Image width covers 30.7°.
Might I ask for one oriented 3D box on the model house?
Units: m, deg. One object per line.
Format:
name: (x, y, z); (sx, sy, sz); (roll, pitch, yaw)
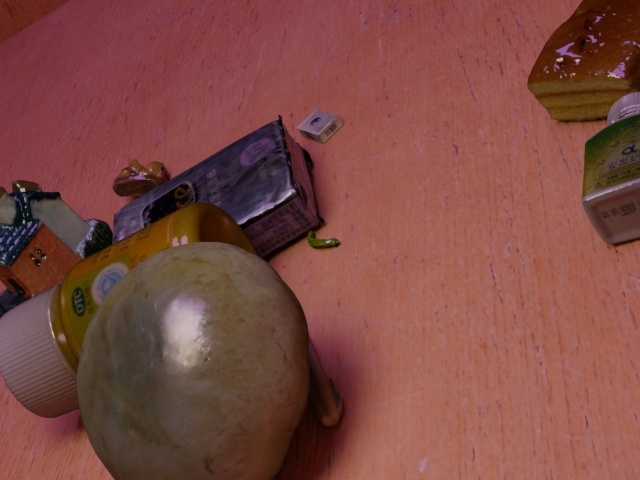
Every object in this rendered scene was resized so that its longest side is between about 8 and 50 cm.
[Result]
model house: (-0.561, -0.012, 2.185); (0.184, 0.291, 0.253); (3, 48, 43)

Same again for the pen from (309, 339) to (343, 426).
pen: (-0.007, 0.176, 1.567); (0.040, 0.032, 0.233); (-17, 29, -4)

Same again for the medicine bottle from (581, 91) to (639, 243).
medicine bottle: (0.400, -0.097, 1.450); (0.132, 0.088, 0.188); (-20, 34, 29)

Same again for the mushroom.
mushroom: (-0.156, 0.176, 1.487); (0.352, 0.260, 0.352); (-12, 70, 36)

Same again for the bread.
bread: (0.428, -0.282, 1.661); (0.184, 0.110, 0.234); (6, 50, 50)

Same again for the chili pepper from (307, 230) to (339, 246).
chili pepper: (0.000, 0.001, 1.824); (0.030, 0.017, 0.083); (-30, 23, -31)

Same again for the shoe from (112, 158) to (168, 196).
shoe: (-0.365, -0.129, 2.348); (0.109, 0.072, 0.069); (-24, 37, 23)

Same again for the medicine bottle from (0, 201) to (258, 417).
medicine bottle: (-0.285, 0.114, 1.757); (0.384, 0.224, 0.224); (-25, 31, 19)

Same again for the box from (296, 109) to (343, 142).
box: (-0.001, -0.207, 2.113); (0.054, 0.024, 0.083); (-46, 31, -11)

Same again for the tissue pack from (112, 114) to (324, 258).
tissue pack: (-0.179, -0.033, 1.964); (0.361, 0.122, 0.259); (-28, 33, 12)
